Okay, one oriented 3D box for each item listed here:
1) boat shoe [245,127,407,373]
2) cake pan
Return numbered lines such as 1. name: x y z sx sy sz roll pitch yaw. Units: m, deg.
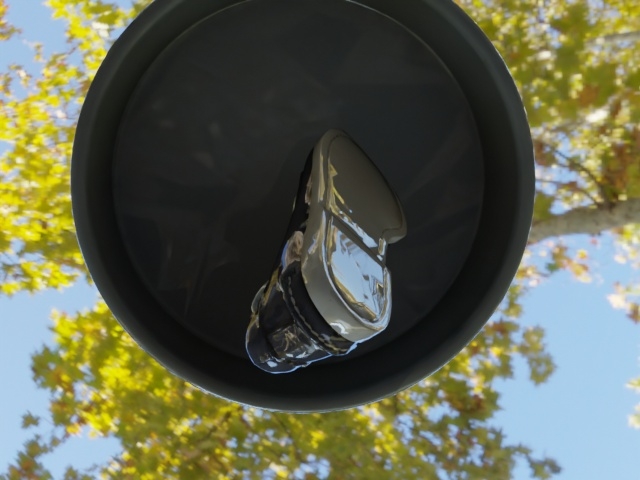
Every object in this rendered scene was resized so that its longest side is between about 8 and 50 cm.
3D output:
1. boat shoe: 0.000 0.000 0.525 0.065 0.206 0.075 -37 -73 21
2. cake pan: -0.010 -0.037 0.629 0.293 0.054 0.293 0 -85 -4
